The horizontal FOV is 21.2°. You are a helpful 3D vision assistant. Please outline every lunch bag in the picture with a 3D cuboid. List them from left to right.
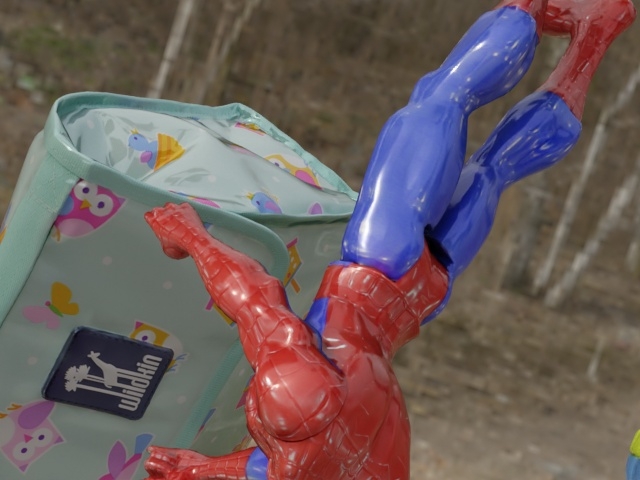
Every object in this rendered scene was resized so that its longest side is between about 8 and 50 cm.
[{"bbox_3d":[-0.108,0.041,0.949,0.160,0.223,0.262,36,17,18],"label":"lunch bag"}]

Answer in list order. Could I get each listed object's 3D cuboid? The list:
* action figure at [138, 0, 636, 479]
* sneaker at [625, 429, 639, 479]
[{"bbox_3d":[0.000,0.000,0.601,0.139,0.280,0.091,4,-38,34],"label":"action figure"},{"bbox_3d":[0.125,0.041,0.328,0.078,0.067,0.188,28,-13,-5],"label":"sneaker"}]
